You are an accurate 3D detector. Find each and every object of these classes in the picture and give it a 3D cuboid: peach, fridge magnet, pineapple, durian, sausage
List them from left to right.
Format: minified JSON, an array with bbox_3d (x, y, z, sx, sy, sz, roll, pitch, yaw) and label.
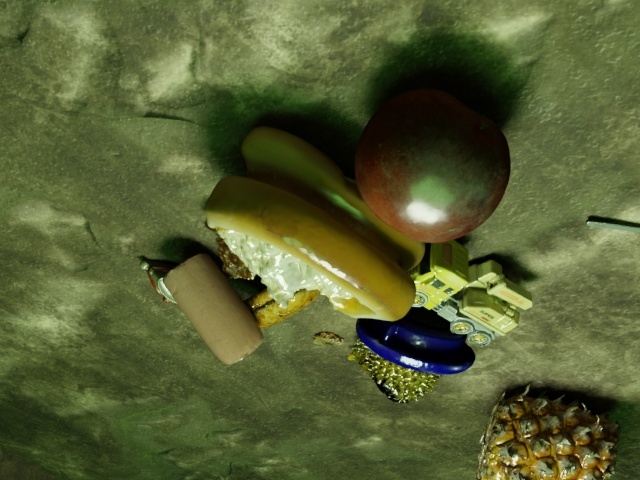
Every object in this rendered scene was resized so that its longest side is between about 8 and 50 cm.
[{"bbox_3d":[-0.229,0.155,1.892,0.253,0.123,0.123,54,141,9],"label":"sausage"},{"bbox_3d":[0.015,0.242,2.109,0.083,0.019,0.045,0,144,23],"label":"pineapple"},{"bbox_3d":[0.169,0.302,2.039,0.237,0.138,0.193,-8,139,28],"label":"durian"},{"bbox_3d":[0.205,0.205,1.842,0.265,0.265,0.113,16,105,-3],"label":"fridge magnet"},{"bbox_3d":[0.186,-0.121,1.401,0.252,0.253,0.252,9,143,7],"label":"peach"},{"bbox_3d":[0.535,0.527,2.062,0.300,0.352,0.352,18,144,7],"label":"pineapple"}]

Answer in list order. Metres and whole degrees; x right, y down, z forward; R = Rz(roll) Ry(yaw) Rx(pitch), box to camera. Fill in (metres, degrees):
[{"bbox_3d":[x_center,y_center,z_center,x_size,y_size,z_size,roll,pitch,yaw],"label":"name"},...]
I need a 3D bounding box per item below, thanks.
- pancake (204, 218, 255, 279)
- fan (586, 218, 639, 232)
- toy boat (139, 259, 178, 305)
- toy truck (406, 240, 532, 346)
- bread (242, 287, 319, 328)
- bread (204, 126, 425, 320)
[{"bbox_3d":[-0.152,0.043,1.810,0.266,0.057,0.244,43,145,0],"label":"pancake"},{"bbox_3d":[0.667,-0.021,1.554,0.294,0.012,0.223,26,142,-18],"label":"fan"},{"bbox_3d":[-0.337,0.104,2.000,0.185,0.071,0.089,33,98,-24],"label":"toy boat"},{"bbox_3d":[0.296,0.095,1.735,0.272,0.124,0.157,31,134,-24],"label":"toy truck"},{"bbox_3d":[-0.093,0.135,1.925,0.113,0.083,0.211,-17,167,-43],"label":"bread"},{"bbox_3d":[-0.004,-0.010,1.597,0.424,0.245,0.329,32,151,-21],"label":"bread"}]
